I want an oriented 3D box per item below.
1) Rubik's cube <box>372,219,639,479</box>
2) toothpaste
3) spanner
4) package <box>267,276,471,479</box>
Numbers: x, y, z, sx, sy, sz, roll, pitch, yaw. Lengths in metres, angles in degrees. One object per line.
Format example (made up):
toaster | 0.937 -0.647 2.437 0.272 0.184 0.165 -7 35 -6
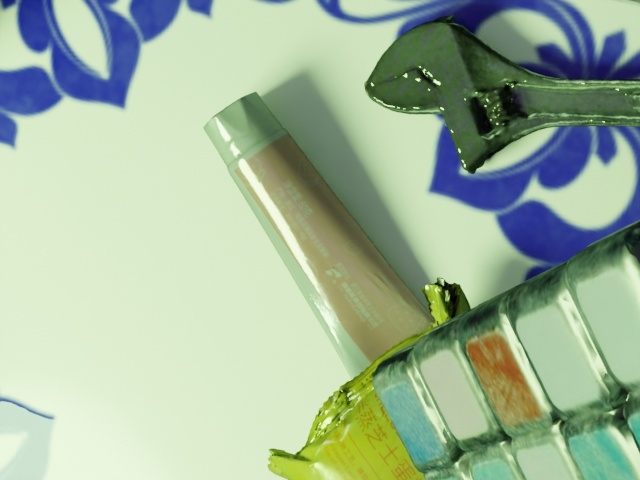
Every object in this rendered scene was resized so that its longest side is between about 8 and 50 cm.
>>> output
Rubik's cube | 0.241 0.101 0.792 0.293 0.287 0.292 -23 84 -22
toothpaste | 0.000 0.000 1.058 0.067 0.043 0.194 -34 88 15
spanner | 0.183 -0.081 0.999 0.325 0.026 0.093 3 93 17
package | 0.084 0.154 1.008 0.168 0.090 0.226 -44 77 14
